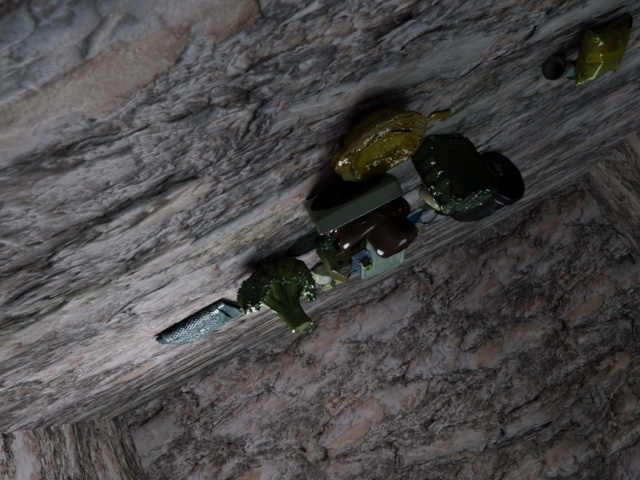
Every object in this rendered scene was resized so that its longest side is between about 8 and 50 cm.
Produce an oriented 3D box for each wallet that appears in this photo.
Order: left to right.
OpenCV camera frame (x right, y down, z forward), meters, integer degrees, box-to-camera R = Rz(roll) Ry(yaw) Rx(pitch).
[{"bbox_3d":[-0.531,0.379,2.142,0.341,0.075,0.237,-29,161,4],"label":"wallet"}]

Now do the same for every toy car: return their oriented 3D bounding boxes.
[{"bbox_3d":[0.182,-0.052,1.667,0.340,0.241,0.271,-18,160,-48],"label":"toy car"}]

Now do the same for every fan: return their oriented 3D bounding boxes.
[{"bbox_3d":[-0.001,-0.011,1.918,0.294,0.012,0.223,-21,161,-23],"label":"fan"}]

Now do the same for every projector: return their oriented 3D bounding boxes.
[{"bbox_3d":[0.083,-0.129,1.403,0.258,0.079,0.257,-28,-162,-1],"label":"projector"}]

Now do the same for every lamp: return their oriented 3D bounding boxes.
[{"bbox_3d":[0.305,0.054,2.365,0.266,0.047,0.269,-22,136,-17],"label":"lamp"}]

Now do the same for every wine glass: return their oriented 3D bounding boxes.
[{"bbox_3d":[0.740,-0.522,1.459,0.155,0.072,0.072,-14,159,-38],"label":"wine glass"}]

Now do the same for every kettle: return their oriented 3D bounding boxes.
[{"bbox_3d":[0.645,-0.188,2.060,0.320,0.229,0.324,-14,163,-33],"label":"kettle"}]

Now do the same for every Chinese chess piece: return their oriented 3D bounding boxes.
[{"bbox_3d":[0.454,-0.174,1.955,0.051,0.122,0.122,-51,157,18],"label":"Chinese chess piece"}]

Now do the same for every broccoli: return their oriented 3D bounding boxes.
[{"bbox_3d":[-0.144,0.191,1.861,0.375,0.301,0.250,3,108,-52],"label":"broccoli"}]

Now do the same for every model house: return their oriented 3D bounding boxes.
[{"bbox_3d":[0.112,0.054,1.950,0.213,0.189,0.195,-25,164,-11],"label":"model house"}]

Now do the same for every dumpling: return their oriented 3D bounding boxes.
[{"bbox_3d":[-0.004,0.159,2.305,0.133,0.100,0.169,-3,-156,11],"label":"dumpling"}]

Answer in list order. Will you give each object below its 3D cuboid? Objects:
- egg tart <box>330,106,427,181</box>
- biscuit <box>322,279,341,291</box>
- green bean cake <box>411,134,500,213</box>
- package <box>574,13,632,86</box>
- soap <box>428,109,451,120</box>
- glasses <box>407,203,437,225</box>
[{"bbox_3d":[0.149,-0.259,1.238,0.290,0.107,0.291,-23,166,-6],"label":"egg tart"},{"bbox_3d":[0.096,0.162,2.371,0.147,0.046,0.250,-57,-168,-32],"label":"biscuit"},{"bbox_3d":[0.435,-0.218,1.575,0.254,0.241,0.132,-14,163,-40],"label":"green bean cake"},{"bbox_3d":[0.819,-0.551,1.397,0.226,0.090,0.169,-26,131,-28],"label":"package"},{"bbox_3d":[0.348,-0.364,1.398,0.089,0.012,0.034,-18,161,-32],"label":"soap"},{"bbox_3d":[0.408,-0.092,2.164,0.239,0.102,0.206,-35,163,23],"label":"glasses"}]
